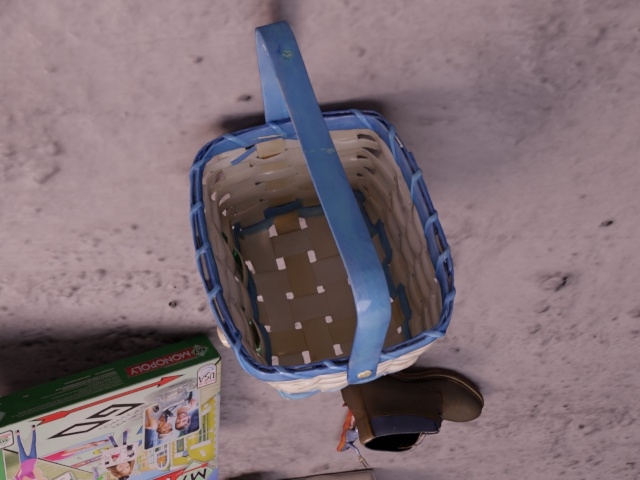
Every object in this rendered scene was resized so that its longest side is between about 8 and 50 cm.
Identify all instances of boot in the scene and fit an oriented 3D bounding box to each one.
[{"bbox_3d":[0.111,0.206,1.348,0.219,0.106,0.082,19,133,-32],"label":"boot"}]

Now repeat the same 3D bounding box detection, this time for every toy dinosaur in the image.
[{"bbox_3d":[0.039,0.233,1.436,0.090,0.047,0.082,47,129,-11],"label":"toy dinosaur"}]

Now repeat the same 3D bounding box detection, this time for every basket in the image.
[{"bbox_3d":[0.000,0.000,0.944,0.201,0.254,0.289,-12,152,-10],"label":"basket"}]

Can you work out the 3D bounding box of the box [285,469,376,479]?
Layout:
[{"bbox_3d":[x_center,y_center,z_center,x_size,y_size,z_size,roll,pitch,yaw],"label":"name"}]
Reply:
[{"bbox_3d":[0.005,0.427,1.582,0.149,0.126,0.232,-6,142,-7],"label":"box"}]

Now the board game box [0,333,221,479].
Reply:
[{"bbox_3d":[-0.256,0.233,1.217,0.317,0.046,0.213,-16,130,-26],"label":"board game box"}]
